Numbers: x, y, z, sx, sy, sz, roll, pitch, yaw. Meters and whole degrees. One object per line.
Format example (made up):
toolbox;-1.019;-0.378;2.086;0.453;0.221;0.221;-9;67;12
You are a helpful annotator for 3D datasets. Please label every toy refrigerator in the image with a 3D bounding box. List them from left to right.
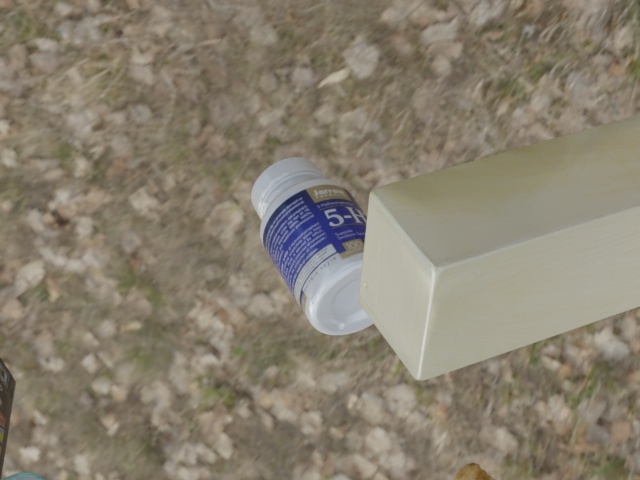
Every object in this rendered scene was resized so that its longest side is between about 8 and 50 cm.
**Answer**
toy refrigerator;0.164;-0.007;0.921;0.094;0.270;0.102;54;151;41

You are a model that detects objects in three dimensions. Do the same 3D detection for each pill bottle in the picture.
pill bottle;0.000;0.000;1.448;0.186;0.112;0.112;56;130;38

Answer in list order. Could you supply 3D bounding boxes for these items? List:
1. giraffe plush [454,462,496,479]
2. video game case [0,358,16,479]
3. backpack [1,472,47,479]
giraffe plush;0.121;0.195;0.599;0.170;0.210;0.181;-9;106;40
video game case;-0.381;0.088;1.286;0.035;0.248;0.275;-29;111;2
backpack;-0.383;0.352;1.592;0.152;0.182;0.115;60;143;9
